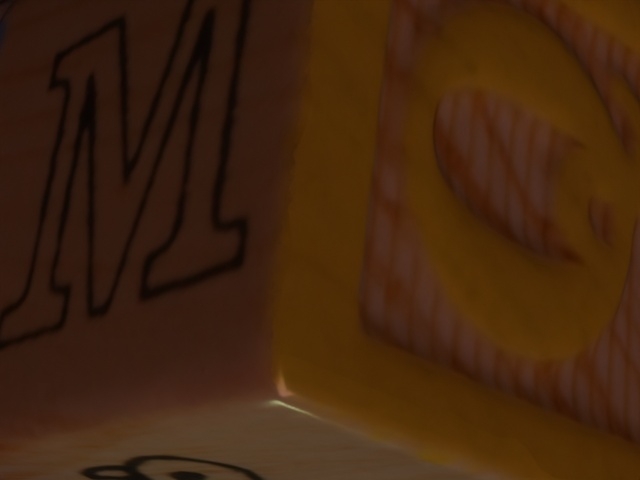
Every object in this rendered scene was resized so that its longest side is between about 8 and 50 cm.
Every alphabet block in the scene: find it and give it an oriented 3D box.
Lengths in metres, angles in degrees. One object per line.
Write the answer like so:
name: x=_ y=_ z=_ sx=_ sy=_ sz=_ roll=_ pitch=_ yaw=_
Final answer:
alphabet block: x=0.000 y=0.000 z=0.501 sx=0.192 sy=0.193 sz=0.197 roll=22 pitch=153 yaw=-36
